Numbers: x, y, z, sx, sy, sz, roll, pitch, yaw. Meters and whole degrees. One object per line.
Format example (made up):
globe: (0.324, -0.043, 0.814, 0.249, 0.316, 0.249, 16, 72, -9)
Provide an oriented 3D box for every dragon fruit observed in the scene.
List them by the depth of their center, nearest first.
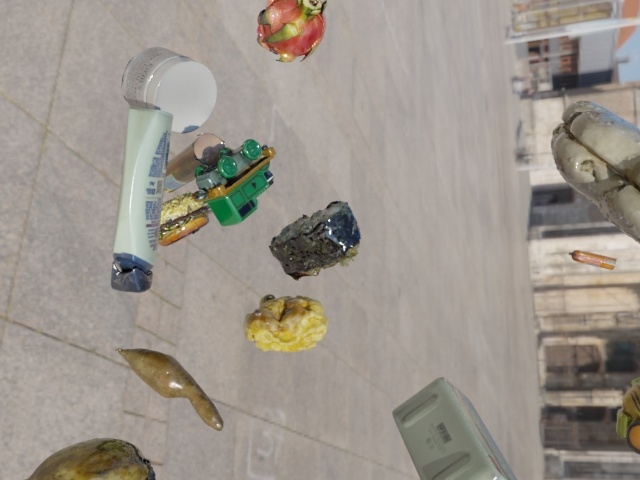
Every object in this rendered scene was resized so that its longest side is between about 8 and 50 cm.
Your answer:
dragon fruit: (-0.030, -0.264, 0.826, 0.081, 0.116, 0.086, 32, 58, -17)

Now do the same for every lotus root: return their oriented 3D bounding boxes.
lotus root: (-0.366, 0.381, 1.071, 0.138, 0.214, 0.138, 175, -90, -67)

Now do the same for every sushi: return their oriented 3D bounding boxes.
sushi: (0.000, 0.000, 1.435, 0.115, 0.212, 0.147, 52, 44, -15)

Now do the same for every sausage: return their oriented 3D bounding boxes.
sausage: (0.629, 0.043, 1.601, 0.031, 0.107, 0.031, 14, 90, -88)
sausage: (-0.325, -0.167, 1.627, 0.082, 0.371, 0.082, 5, 80, -29)

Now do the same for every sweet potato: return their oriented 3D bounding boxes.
sweet potato: (-0.288, 0.282, 1.370, 0.075, 0.269, 0.075, -52, 165, -20)

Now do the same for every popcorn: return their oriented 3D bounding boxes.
popcorn: (-0.085, 0.201, 1.632, 0.163, 0.194, 0.140, -169, -106, -75)

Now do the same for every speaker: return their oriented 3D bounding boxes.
speaker: (0.354, 0.557, 1.821, 0.183, 0.184, 0.406, 42, 11, -29)

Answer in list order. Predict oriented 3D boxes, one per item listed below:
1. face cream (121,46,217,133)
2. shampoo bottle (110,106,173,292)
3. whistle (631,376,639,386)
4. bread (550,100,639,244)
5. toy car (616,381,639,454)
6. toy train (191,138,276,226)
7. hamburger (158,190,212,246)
face cream: (-0.361, -0.360, 1.649, 0.177, 0.153, 0.177, -29, 133, -36)
shampoo bottle: (-0.357, -0.077, 1.356, 0.134, 0.078, 0.360, -42, 141, -83)
whistle: (0.694, 0.217, 1.284, 0.288, 0.131, 0.106, 104, -16, -49)
bread: (0.360, -0.057, 0.754, 0.183, 0.102, 0.337, 19, 27, -39)
toy car: (0.627, 0.290, 1.152, 0.200, 0.248, 0.142, 5, 91, -43)
toy train: (-0.165, -0.117, 1.387, 0.227, 0.091, 0.136, -43, 113, -44)
hamburger: (-0.484, -0.076, 2.332, 0.243, 0.261, 0.139, -32, 100, -31)
